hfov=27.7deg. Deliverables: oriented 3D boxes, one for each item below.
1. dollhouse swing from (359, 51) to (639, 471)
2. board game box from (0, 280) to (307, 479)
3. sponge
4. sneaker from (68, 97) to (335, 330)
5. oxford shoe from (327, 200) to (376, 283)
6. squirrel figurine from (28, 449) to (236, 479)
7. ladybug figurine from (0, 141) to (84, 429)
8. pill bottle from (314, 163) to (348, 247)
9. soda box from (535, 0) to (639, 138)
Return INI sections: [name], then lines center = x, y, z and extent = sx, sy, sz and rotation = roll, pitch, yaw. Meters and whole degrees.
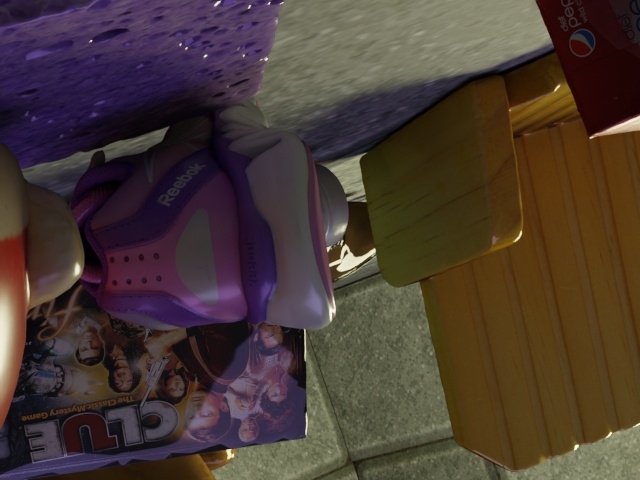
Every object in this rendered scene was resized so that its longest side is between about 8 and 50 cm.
[dollhouse swing]
center = 0.258, 0.008, 1.060
extent = 0.346, 0.305, 0.315
rotation = -16, 175, -21
[board game box]
center = -0.132, 0.073, 0.863
extent = 0.243, 0.165, 0.042
rotation = -7, -150, -10
[sponge]
center = -0.074, -0.068, 0.457
extent = 0.117, 0.031, 0.210
rotation = -17, 177, -8
[sneaker]
center = -0.067, -0.014, 0.591
extent = 0.104, 0.095, 0.236
rotation = -12, -167, -9
[oxford shoe]
center = 0.000, 0.000, 1.311
extent = 0.227, 0.083, 0.096
rotation = -17, 171, -41
[squirrel figurine]
center = -0.292, 0.178, 1.518
extent = 0.397, 0.281, 0.370
rotation = -3, -178, -15
[ladybug figurine]
center = -0.288, 0.077, 0.396
extent = 0.449, 0.162, 0.305
rotation = -16, 175, -9
[pill bottle]
center = -0.050, -0.013, 0.940
extent = 0.137, 0.078, 0.078
rotation = -16, 175, -41
[soda box]
center = 0.227, -0.120, 0.762
extent = 0.092, 0.083, 0.263
rotation = -23, 174, 33
